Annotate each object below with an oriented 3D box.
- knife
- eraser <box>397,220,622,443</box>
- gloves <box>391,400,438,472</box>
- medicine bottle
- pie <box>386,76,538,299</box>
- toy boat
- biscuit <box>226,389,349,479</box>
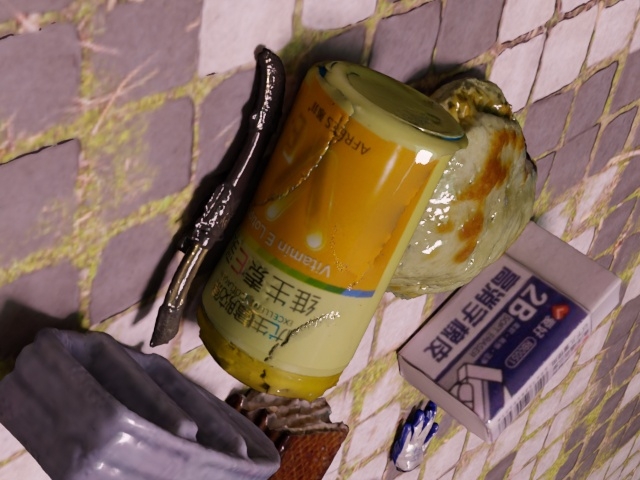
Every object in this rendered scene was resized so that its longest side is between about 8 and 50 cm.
[{"bbox_3d":[-0.069,-0.026,0.798,0.045,0.021,0.222,1,116,-56],"label":"knife"},{"bbox_3d":[0.193,0.090,1.192,0.210,0.124,0.068,-44,149,-17],"label":"eraser"},{"bbox_3d":[0.108,0.217,1.308,0.064,0.026,0.086,-23,134,-44],"label":"gloves"},{"bbox_3d":[0.000,0.000,0.827,0.124,0.124,0.239,-3,125,-54],"label":"medicine bottle"},{"bbox_3d":[0.115,-0.033,0.984,0.201,0.090,0.248,-59,154,4],"label":"pie"},{"bbox_3d":[-0.108,0.133,0.804,0.078,0.127,0.283,-52,153,-2],"label":"toy boat"},{"bbox_3d":[-0.073,0.237,1.023,0.106,0.070,0.252,7,115,-58],"label":"biscuit"}]
